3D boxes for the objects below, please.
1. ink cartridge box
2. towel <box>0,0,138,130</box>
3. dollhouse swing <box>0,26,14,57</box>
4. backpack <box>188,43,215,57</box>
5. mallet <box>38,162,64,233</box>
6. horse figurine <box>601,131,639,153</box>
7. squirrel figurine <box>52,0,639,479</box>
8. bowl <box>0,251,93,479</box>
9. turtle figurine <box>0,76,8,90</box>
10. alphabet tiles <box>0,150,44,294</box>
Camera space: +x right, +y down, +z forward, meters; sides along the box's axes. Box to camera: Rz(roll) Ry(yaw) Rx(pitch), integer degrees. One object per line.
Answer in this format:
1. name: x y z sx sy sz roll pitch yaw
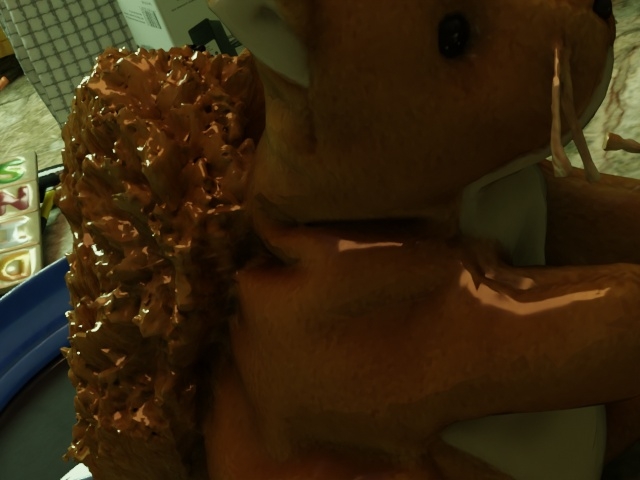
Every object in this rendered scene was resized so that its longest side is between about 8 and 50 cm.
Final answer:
1. ink cartridge box: -0.152 -0.236 1.610 0.087 0.208 0.153 -30 26 -17
2. towel: -0.273 -0.293 1.741 0.235 0.283 0.121 -25 24 -2
3. dollhouse swing: -0.550 -0.424 2.145 0.347 0.305 0.315 -26 22 -33
4. backpack: -0.158 -0.086 1.384 0.158 0.117 0.173 -38 6 43
5. mallet: -0.292 -0.028 1.537 0.062 0.039 0.189 -19 30 7
6. horse figurine: 0.264 -0.004 0.883 0.174 0.066 0.263 19 12 -7
7. squirrel figurine: 0.000 0.000 0.742 0.397 0.370 0.281 5 35 28
8. bowl: -0.135 0.094 1.095 0.391 0.077 0.391 -20 25 10
9. turtle figurine: -0.585 -0.167 2.008 0.269 0.087 0.217 -15 26 20
10. alphabet tiles: -0.431 0.006 1.482 0.285 0.011 0.342 -14 39 -3
